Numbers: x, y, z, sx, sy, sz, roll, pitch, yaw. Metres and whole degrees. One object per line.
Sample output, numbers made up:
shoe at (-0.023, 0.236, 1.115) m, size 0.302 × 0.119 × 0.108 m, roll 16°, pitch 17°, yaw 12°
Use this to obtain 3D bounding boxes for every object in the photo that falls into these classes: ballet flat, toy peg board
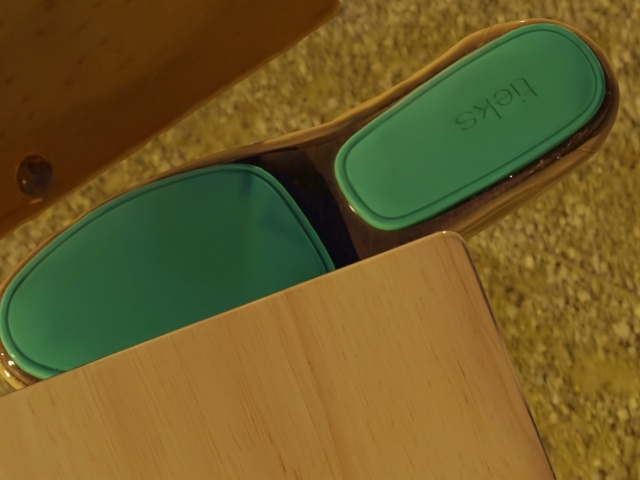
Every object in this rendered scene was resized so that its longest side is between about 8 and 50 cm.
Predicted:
ballet flat at (0.000, 0.000, 0.489) m, size 0.232 × 0.073 × 0.080 m, roll -25°, pitch 75°, yaw -11°
toy peg board at (-0.007, 0.098, 0.404) m, size 0.161 × 0.079 × 0.161 m, roll -21°, pitch 89°, yaw 6°

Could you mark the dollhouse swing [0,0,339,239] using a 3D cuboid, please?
dollhouse swing at (-0.234, -0.185, 0.552) m, size 0.315 × 0.346 × 0.305 m, roll -38°, pitch 29°, yaw -32°
